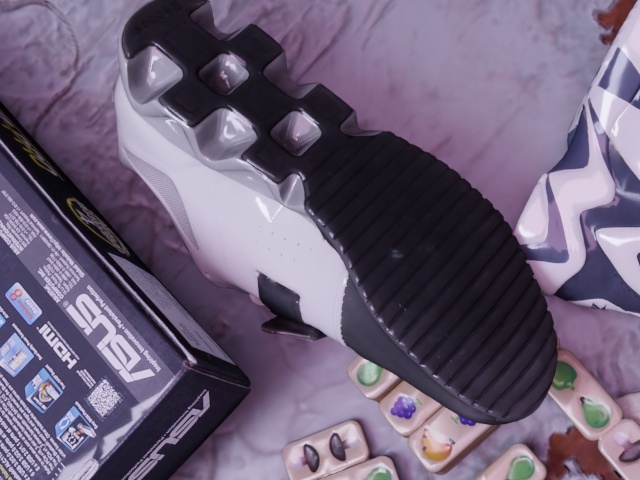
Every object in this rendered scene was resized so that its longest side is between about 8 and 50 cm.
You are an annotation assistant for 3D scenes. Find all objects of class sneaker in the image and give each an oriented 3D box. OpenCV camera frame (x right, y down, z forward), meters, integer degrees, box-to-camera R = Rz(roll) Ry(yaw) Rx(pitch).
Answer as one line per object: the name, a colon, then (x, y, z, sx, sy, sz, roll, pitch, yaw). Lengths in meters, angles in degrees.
sneaker: (0.229, -0.052, 0.683, 0.153, 0.094, 0.235, 28, 91, 7)
sneaker: (0.000, 0.000, 0.699, 0.330, 0.146, 0.122, 44, 53, 11)

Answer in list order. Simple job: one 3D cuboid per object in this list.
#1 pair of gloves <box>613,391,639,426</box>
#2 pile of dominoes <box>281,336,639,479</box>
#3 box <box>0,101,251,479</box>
pair of gloves: (0.308, 0.152, 0.652, 0.204, 0.042, 0.240, -34, 71, 24)
pile of dominoes: (0.110, 0.163, 0.688, 0.196, 0.040, 0.251, -42, 70, 4)
box: (-0.281, 0.063, 0.696, 0.318, 0.097, 0.395, -47, 66, 1)
